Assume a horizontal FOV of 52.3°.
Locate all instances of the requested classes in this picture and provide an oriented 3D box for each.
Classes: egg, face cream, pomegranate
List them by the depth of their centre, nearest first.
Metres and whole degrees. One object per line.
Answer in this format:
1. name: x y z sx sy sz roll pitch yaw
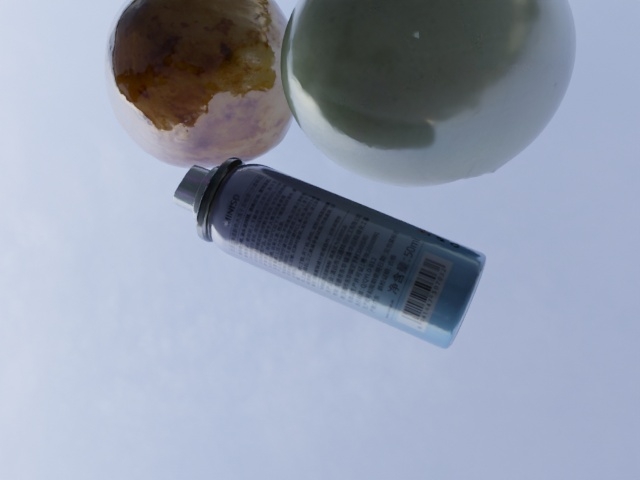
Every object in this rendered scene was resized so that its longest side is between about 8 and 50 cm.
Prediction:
1. face cream: 0.000 0.000 0.477 0.229 0.075 0.075 24 -102 11
2. egg: 0.094 -0.154 0.564 0.269 0.219 0.219 -7 -120 -26
3. pomegranate: -0.127 -0.195 0.745 0.248 0.248 0.248 -7 -113 17
